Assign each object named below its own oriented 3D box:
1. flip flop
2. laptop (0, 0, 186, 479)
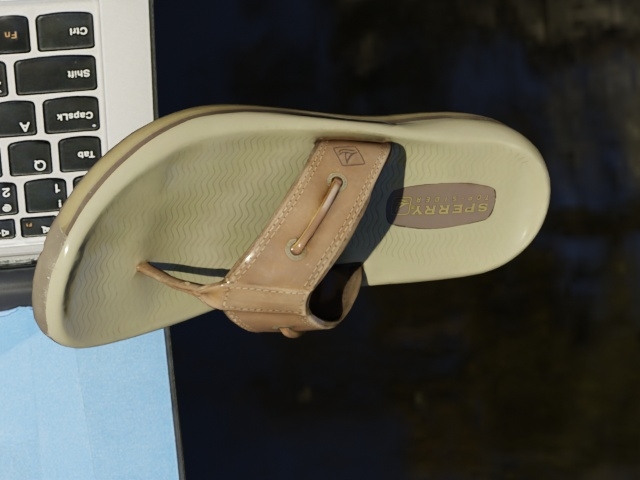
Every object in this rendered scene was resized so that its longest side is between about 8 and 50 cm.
[{"bbox_3d":[0.000,0.000,0.885,0.277,0.080,0.112,-5,124,-30],"label":"flip flop"},{"bbox_3d":[-0.248,0.039,0.806,0.236,0.382,0.408,-106,-166,-52],"label":"laptop"}]
